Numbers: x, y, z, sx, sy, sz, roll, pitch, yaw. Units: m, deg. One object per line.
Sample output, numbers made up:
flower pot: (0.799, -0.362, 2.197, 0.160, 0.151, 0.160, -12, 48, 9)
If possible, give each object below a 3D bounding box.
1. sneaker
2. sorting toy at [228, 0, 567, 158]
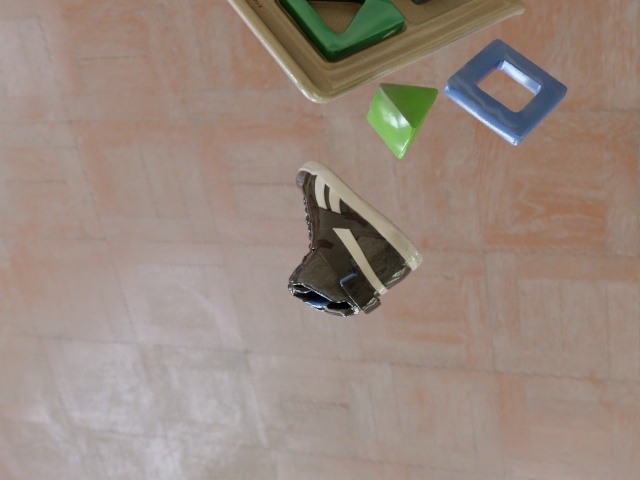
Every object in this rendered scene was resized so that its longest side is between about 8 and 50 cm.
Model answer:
sneaker: (0.000, 0.000, 1.000, 0.121, 0.217, 0.079, -43, 129, -4)
sorting toy: (0.020, -0.196, 0.648, 0.347, 0.196, 0.047, 53, 152, 21)
